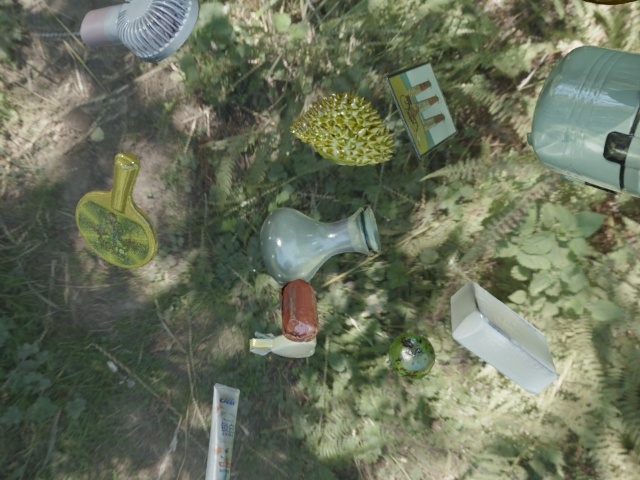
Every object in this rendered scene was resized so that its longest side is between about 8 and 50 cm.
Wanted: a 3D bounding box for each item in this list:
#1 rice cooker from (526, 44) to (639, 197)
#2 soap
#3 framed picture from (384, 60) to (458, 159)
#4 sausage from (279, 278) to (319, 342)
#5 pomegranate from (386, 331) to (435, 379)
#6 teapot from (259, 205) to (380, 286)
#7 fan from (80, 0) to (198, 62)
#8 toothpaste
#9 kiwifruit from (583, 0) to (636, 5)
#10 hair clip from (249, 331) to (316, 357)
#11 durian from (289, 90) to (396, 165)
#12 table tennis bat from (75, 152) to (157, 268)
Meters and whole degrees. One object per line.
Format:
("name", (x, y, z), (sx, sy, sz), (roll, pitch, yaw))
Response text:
("rice cooker", (0.475, -0.186, 1.010), (0.244, 0.226, 0.226), (23, 84, 39))
("soap", (0.306, 0.161, 1.074), (0.183, 0.121, 0.064), (36, 116, -10))
("framed picture", (0.301, -0.388, 1.864), (0.013, 0.324, 0.244), (-17, 101, 37))
("sausage", (-0.042, 0.139, 1.252), (0.076, 0.076, 0.141), (-5, 47, -6))
("pomegranate", (0.224, 0.303, 1.644), (0.122, 0.161, 0.122), (14, 56, -22))
("teapot", (0.000, 0.000, 1.407), (0.250, 0.183, 0.183), (-13, 89, 12))
("fan", (-0.296, -0.347, 1.019), (0.244, 0.074, 0.130), (8, 74, 37))
("toothpaste", (-0.280, 0.572, 1.807), (0.100, 0.066, 0.323), (28, 55, -42))
("kiwifruit", (0.301, -0.357, 0.683), (0.234, 0.196, 0.196), (35, 84, 17))
("hair clip", (-0.102, 0.257, 1.619), (0.159, 0.218, 0.071), (17, 68, -39))
("durian", (0.058, -0.179, 1.003), (0.146, 0.208, 0.102), (36, 119, 18))
("table tennis bat", (-0.434, -0.060, 1.382), (0.198, 0.321, 0.050), (28, 42, 2))
